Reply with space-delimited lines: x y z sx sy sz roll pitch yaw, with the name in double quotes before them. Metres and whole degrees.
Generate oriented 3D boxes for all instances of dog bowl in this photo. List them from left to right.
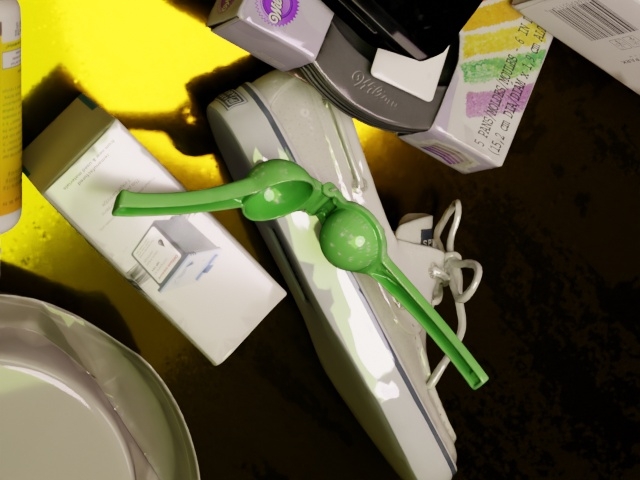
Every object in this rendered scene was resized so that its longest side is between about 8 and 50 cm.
"dog bowl" -0.271 0.197 1.423 0.348 0.102 0.349 -4 106 -15

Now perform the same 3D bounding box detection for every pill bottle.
"pill bottle" -0.276 -0.074 1.342 0.117 0.117 0.215 -3 105 -16

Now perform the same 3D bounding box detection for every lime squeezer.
"lime squeezer" 0.000 0.000 1.338 0.310 0.110 0.059 27 119 -20

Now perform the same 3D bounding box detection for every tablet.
"tablet" 0.071 -0.150 1.356 0.054 0.006 0.083 23 77 -22

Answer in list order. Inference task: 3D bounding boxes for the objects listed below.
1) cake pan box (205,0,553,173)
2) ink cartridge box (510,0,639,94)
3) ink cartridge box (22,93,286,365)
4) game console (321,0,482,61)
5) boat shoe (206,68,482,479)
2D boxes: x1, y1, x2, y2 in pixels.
"cake pan box" 0.070 -0.212 1.400 0.245 0.070 0.267 29 75 -19
"ink cartridge box" 0.336 -0.250 1.426 0.271 0.130 0.309 30 74 -23
"ink cartridge box" -0.130 -0.010 1.391 0.082 0.139 0.190 -47 112 -3
"game console" 0.000 -0.310 1.315 0.361 0.044 0.213 41 72 -13
"boat shoe" 0.056 0.019 1.470 0.156 0.136 0.367 -29 100 -11
